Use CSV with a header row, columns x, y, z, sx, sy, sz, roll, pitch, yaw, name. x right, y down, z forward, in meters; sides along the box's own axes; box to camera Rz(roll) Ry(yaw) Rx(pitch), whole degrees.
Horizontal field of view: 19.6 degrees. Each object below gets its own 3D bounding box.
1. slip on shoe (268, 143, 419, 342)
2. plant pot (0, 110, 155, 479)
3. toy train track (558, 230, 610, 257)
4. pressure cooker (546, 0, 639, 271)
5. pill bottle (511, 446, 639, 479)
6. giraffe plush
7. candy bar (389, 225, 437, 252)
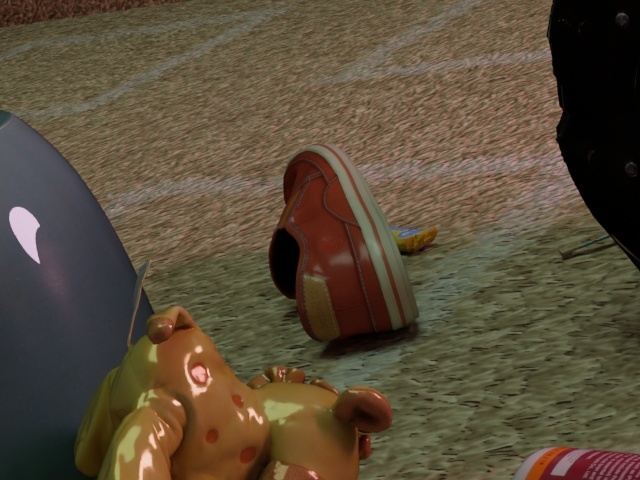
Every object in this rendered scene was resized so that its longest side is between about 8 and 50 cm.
x,y,z,sx,sy,sz,roll,pitch,yaw,name
0.000,0.000,1.595,0.101,0.123,0.331,-19,21,-3,slip on shoe
-0.266,0.045,1.306,0.293,0.235,0.293,-15,16,4,plant pot
0.243,-0.001,1.569,0.083,0.014,0.048,-21,24,-3,toy train track
0.412,-0.161,1.322,0.370,0.375,0.420,-2,21,44,pressure cooker
0.171,0.148,0.905,0.152,0.086,0.086,-1,21,39,pill bottle
-0.055,0.135,1.145,0.170,0.210,0.181,17,-7,-14,giraffe plush
0.049,-0.006,1.735,0.040,0.018,0.161,-24,19,-31,candy bar
